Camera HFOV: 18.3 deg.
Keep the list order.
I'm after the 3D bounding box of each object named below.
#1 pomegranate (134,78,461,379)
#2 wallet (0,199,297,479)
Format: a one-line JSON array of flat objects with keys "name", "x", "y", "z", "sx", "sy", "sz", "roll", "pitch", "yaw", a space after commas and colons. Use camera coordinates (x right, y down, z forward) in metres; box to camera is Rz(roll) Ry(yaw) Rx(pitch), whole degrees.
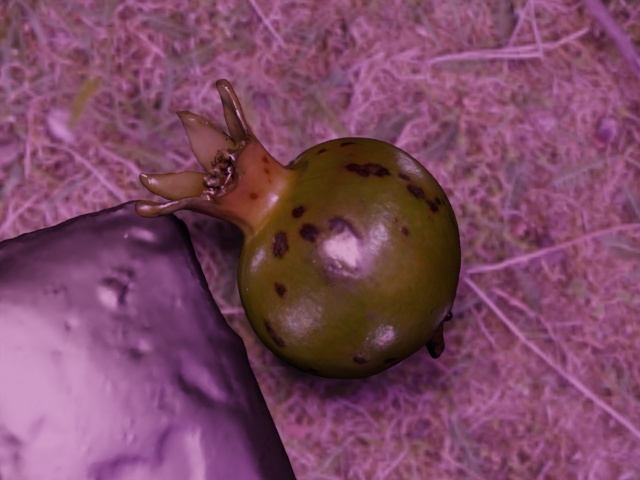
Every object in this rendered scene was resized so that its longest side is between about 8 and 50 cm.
[{"name": "pomegranate", "x": -0.012, "y": 0.000, "z": 1.251, "sx": 0.220, "sy": 0.156, "sz": 0.156, "roll": 21, "pitch": 70, "yaw": 2}, {"name": "wallet", "x": -0.114, "y": 0.156, "z": 1.226, "sx": 0.197, "sy": 0.051, "sz": 0.377, "roll": -20, "pitch": 79, "yaw": -16}]
